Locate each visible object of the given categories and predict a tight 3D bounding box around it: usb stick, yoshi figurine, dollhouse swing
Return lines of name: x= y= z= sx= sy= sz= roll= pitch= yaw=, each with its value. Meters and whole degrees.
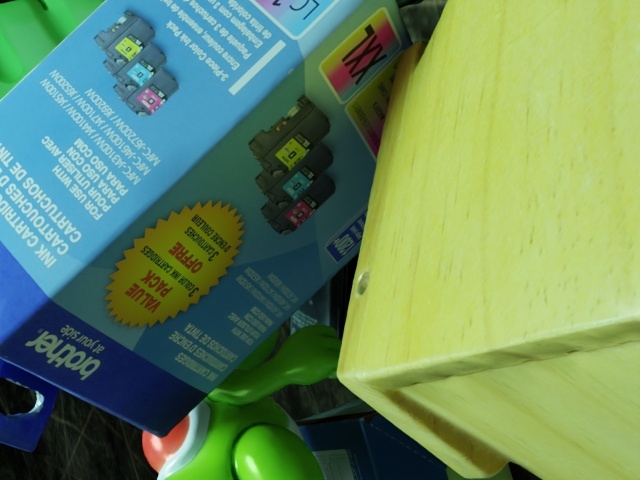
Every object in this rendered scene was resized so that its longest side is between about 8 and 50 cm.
usb stick: x=0.000 y=0.000 z=1.191 sx=0.077 sy=0.045 sz=0.278 roll=28 pitch=126 yaw=45
yoshi figurine: x=-0.062 y=0.142 z=1.022 sx=0.362 sy=0.204 sz=0.203 roll=59 pitch=-178 yaw=24
dollhouse swing: x=0.227 y=0.016 z=0.611 sx=0.347 sy=0.305 sz=0.315 roll=-28 pitch=47 yaw=64

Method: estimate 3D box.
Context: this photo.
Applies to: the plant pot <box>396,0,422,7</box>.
plant pot: x=0.071 y=-0.300 z=0.746 sx=0.272 sy=0.272 sz=0.255 roll=-15 pitch=105 yaw=61

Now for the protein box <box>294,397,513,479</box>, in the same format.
protein box: x=0.070 y=0.247 z=1.080 sx=0.201 sy=0.136 sz=0.199 roll=-23 pitch=82 yaw=60

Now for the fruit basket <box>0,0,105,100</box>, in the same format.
fruit basket: x=-0.236 y=-0.082 z=1.247 sx=0.283 sy=0.392 sz=0.392 roll=-45 pitch=63 yaw=57

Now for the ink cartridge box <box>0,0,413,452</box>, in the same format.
ink cartridge box: x=-0.108 y=-0.021 z=0.838 sx=0.151 sy=0.395 sz=0.270 roll=47 pitch=179 yaw=27
